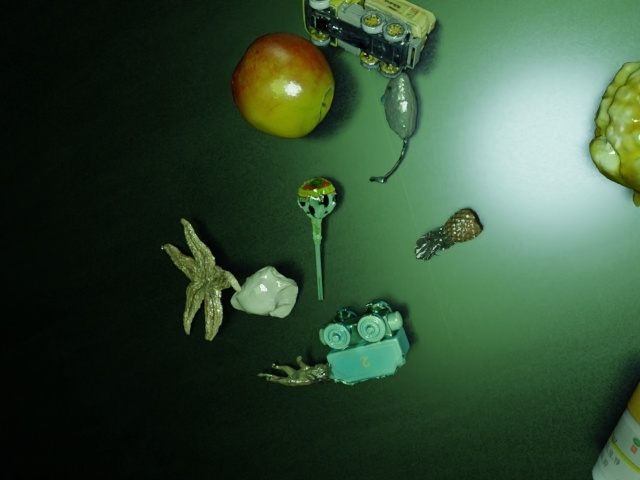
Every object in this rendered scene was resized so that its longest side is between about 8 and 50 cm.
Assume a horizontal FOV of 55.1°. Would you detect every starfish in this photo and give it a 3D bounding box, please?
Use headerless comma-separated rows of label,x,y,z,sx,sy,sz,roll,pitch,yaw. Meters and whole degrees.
starfish,-0.309,0.097,1.574,0.299,0.060,0.302,-40,73,44

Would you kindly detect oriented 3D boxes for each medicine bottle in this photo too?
medicine bottle,0.684,0.421,1.181,0.238,0.238,0.231,25,107,15

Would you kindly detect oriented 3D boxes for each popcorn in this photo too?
popcorn,0.656,-0.183,1.085,0.335,0.279,0.274,35,89,24

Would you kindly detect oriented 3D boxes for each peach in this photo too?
peach,-0.082,-0.339,1.356,0.231,0.231,0.230,3,99,19

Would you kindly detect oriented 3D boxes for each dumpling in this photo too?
dumpling,-0.131,0.141,1.517,0.134,0.100,0.169,40,101,-22

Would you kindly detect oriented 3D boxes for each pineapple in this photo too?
pineapple,0.276,-0.007,1.349,0.159,0.074,0.074,-33,86,22

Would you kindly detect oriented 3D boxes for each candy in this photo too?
candy,0.000,0.000,1.461,0.091,0.083,0.305,-3,106,3

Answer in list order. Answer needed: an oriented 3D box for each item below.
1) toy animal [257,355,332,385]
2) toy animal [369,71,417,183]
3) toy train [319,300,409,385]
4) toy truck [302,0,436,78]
toy animal,-0.066,0.332,1.523,0.220,0.086,0.069,-5,57,25
toy animal,0.171,-0.245,1.363,0.079,0.070,0.252,33,126,48
toy train,0.104,0.238,1.432,0.203,0.112,0.162,-17,98,22
toy truck,0.106,-0.469,1.301,0.272,0.124,0.157,31,64,18
